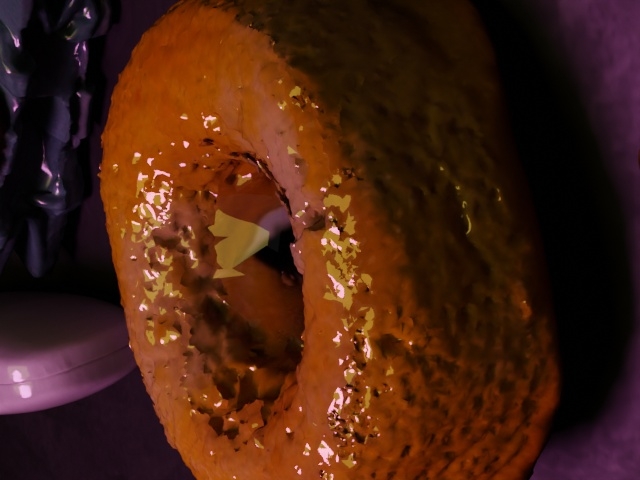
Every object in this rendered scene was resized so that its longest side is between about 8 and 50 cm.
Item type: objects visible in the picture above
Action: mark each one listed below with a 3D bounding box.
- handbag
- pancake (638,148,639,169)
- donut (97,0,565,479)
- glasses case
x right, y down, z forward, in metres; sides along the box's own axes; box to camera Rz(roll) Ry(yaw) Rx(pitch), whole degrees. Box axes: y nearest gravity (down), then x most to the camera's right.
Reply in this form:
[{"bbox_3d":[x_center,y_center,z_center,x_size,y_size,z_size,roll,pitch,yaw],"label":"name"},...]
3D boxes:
[{"bbox_3d":[-0.231,-0.137,0.961,0.274,0.100,0.269,50,143,24],"label":"handbag"},{"bbox_3d":[0.265,0.117,0.483,0.427,0.067,0.305,30,140,40],"label":"pancake"},{"bbox_3d":[0.000,0.003,0.728,0.253,0.118,0.253,18,111,57],"label":"donut"},{"bbox_3d":[-0.186,0.064,1.033,0.233,0.092,0.059,0,108,53],"label":"glasses case"}]
